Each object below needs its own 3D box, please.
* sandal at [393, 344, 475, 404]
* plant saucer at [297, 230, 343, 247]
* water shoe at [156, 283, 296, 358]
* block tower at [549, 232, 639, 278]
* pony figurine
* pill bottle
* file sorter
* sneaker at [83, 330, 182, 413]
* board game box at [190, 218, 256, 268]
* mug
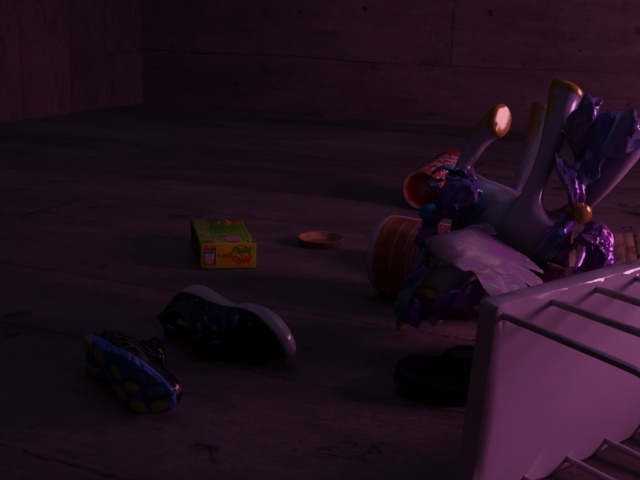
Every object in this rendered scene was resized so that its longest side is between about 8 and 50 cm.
[{"bbox_3d":[0.210,0.145,1.030,0.254,0.054,0.097,2,14,1],"label":"sandal"},{"bbox_3d":[0.000,0.000,1.655,0.083,0.015,0.083,1,14,0],"label":"plant saucer"},{"bbox_3d":[-0.117,0.117,1.115,0.203,0.073,0.080,15,46,41],"label":"water shoe"},{"bbox_3d":[0.497,0.047,1.287,0.335,0.091,0.097,1,34,13],"label":"block tower"},{"bbox_3d":[0.251,-0.008,1.109,0.303,0.363,0.351,31,-2,-28],"label":"pony figurine"},{"bbox_3d":[0.185,0.037,1.320,0.216,0.121,0.121,12,17,33],"label":"pill bottle"},{"bbox_3d":[0.280,0.142,0.785,0.278,0.193,0.173,-9,21,-38],"label":"file sorter"},{"bbox_3d":[-0.199,0.134,0.997,0.078,0.067,0.188,-15,18,-31],"label":"sneaker"},{"bbox_3d":[-0.170,0.004,1.563,0.092,0.043,0.181,-1,15,-13],"label":"board game box"},{"bbox_3d":[0.274,-0.128,2.014,0.150,0.113,0.169,8,19,31],"label":"mug"}]
